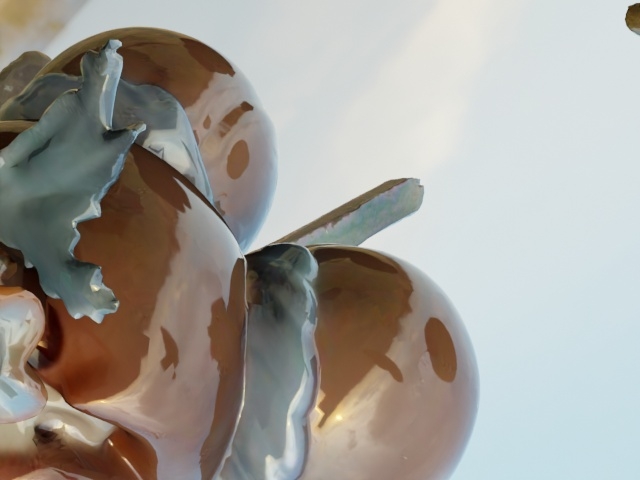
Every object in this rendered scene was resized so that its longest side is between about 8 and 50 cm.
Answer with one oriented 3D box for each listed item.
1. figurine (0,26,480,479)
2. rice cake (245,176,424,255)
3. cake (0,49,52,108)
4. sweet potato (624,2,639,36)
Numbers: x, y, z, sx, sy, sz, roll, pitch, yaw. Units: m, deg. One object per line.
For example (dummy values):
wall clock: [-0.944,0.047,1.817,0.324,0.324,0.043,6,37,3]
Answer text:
figurine: [-0.121,-0.005,0.754,0.248,0.277,0.388,-38,150,-2]
rice cake: [0.000,0.000,1.428,0.206,0.036,0.047,-29,-160,-38]
cake: [-0.232,0.063,1.228,0.309,0.230,0.237,-49,-170,-32]
sweet potato: [0.200,-0.041,0.602,0.065,0.218,0.051,-69,169,15]
